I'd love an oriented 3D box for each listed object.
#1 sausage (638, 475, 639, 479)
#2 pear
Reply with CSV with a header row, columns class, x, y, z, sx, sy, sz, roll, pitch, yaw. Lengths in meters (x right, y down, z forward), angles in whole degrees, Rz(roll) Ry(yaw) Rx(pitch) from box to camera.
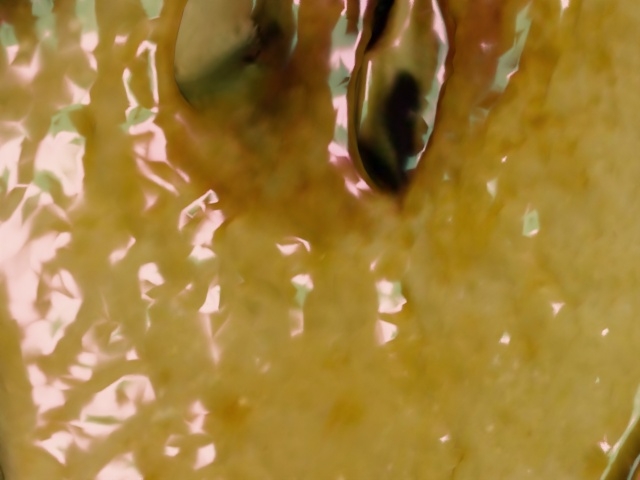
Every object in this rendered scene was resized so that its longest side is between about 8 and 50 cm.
class,x,y,z,sx,sy,sz,roll,pitch,yaw
sausage,0.194,0.111,0.756,0.301,0.066,0.066,20,103,-25
pear,0.000,0.000,0.527,0.238,0.164,0.255,-20,115,-22
